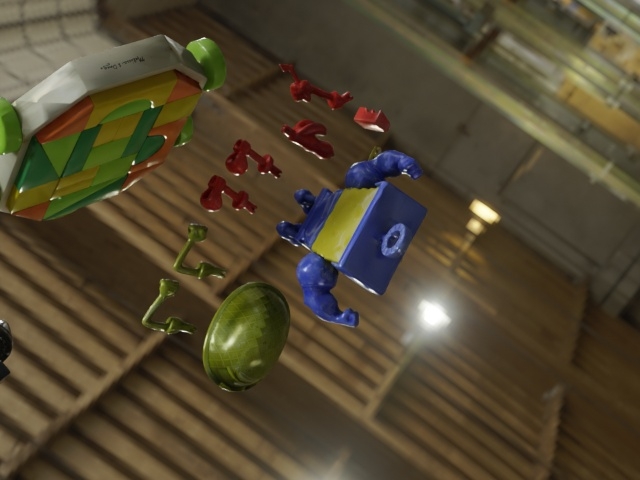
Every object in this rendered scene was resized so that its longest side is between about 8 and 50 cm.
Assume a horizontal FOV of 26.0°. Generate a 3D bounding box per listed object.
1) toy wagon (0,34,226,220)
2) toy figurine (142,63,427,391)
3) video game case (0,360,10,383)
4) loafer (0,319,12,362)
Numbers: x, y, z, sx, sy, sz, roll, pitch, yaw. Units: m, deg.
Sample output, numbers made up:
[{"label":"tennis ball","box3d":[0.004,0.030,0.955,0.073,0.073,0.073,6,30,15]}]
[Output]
[{"label":"toy wagon","box3d":[-0.253,-0.101,1.511,0.267,0.344,0.068,-22,-107,-32]},{"label":"toy figurine","box3d":[0.000,0.000,1.479,0.191,0.363,0.217,38,167,-35]},{"label":"video game case","box3d":[-0.494,0.254,1.599,0.026,0.196,0.274,49,-136,-1]},{"label":"loafer","box3d":[-0.567,0.202,2.218,0.080,0.220,0.078,52,-162,-15]}]
